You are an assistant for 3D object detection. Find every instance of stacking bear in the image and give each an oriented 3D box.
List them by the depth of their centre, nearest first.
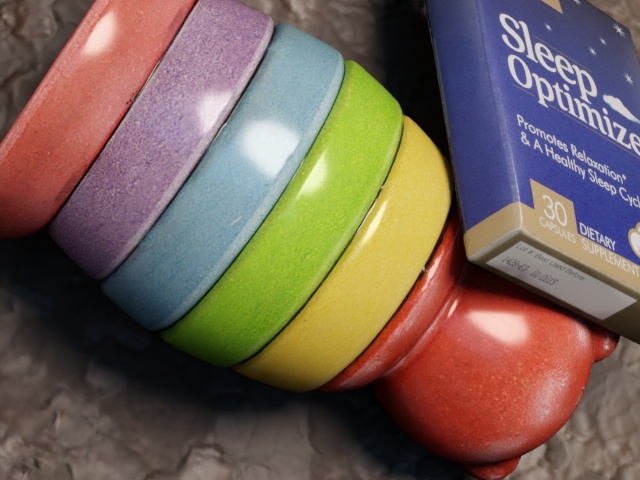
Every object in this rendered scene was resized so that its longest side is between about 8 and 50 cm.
[{"bbox_3d":[0.000,0.000,0.652,0.289,0.164,0.175,34,96,-12],"label":"stacking bear"}]

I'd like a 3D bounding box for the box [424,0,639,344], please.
[{"bbox_3d":[0.111,-0.067,0.678,0.136,0.036,0.225,24,45,-36],"label":"box"}]
